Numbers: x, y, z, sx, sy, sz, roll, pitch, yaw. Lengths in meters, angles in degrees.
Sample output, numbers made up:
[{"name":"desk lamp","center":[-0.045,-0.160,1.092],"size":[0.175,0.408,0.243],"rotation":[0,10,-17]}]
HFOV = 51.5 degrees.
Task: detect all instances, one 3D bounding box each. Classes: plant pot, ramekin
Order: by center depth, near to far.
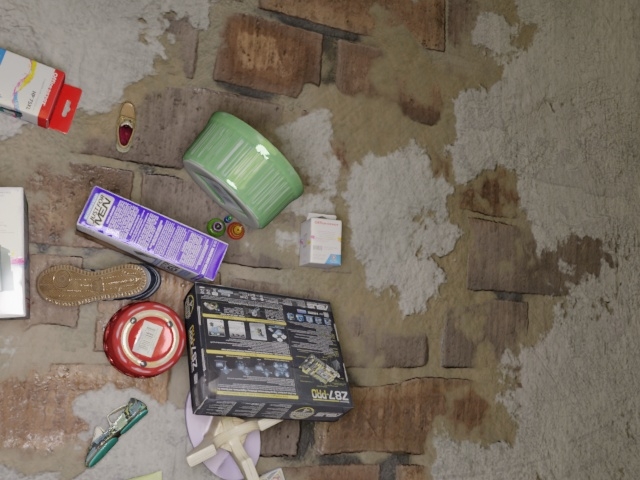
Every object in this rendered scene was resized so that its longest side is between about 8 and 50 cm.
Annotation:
[{"name":"plant pot","center":[-0.415,0.238,1.591],"size":[0.191,0.174,0.191],"rotation":[3,82,-24]},{"name":"ramekin","center":[-0.204,-0.166,1.677],"size":[0.303,0.303,0.148],"rotation":[43,77,-11]}]

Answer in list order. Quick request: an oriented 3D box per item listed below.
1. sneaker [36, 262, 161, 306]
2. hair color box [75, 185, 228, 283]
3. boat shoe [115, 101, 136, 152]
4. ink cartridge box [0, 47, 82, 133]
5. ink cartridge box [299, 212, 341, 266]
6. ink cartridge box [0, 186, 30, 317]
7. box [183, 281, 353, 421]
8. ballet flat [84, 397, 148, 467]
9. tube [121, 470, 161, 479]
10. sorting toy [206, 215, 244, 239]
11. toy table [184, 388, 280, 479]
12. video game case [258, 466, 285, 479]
[{"name":"sneaker","center":[-0.529,0.105,1.616],"size":[0.282,0.153,0.099],"rotation":[-4,87,8]},{"name":"hair color box","center":[-0.415,-0.003,1.620],"size":[0.339,0.185,0.110],"rotation":[26,74,-16]},{"name":"boat shoe","center":[-0.498,-0.295,1.708],"size":[0.050,0.045,0.135],"rotation":[5,80,-22]},{"name":"ink cartridge box","center":[-0.712,-0.365,1.614],"size":[0.231,0.078,0.134],"rotation":[18,75,-19]},{"name":"ink cartridge box","center":[0.000,0.000,1.840],"size":[0.092,0.090,0.143],"rotation":[6,78,-21]},{"name":"ink cartridge box","center":[-0.713,0.073,1.475],"size":[0.119,0.207,0.353],"rotation":[-1,83,-21]},{"name":"box","center":[-0.129,0.276,1.639],"size":[0.395,0.097,0.318],"rotation":[11,45,-30]},{"name":"ballet flat","center":[-0.501,0.454,1.589],"size":[0.188,0.070,0.070],"rotation":[-44,99,-24]},{"name":"tube","center":[-0.493,0.606,1.564],"size":[0.240,0.062,0.070],"rotation":[2,126,-27]},{"name":"sorting toy","center":[-0.249,-0.037,1.770],"size":[0.102,0.042,0.061],"rotation":[11,78,-20]},{"name":"toy table","center":[-0.227,0.471,1.637],"size":[0.252,0.161,0.274],"rotation":[-34,96,-23]},{"name":"video game case","center":[-0.162,0.728,1.695],"size":[0.206,0.026,0.227],"rotation":[-17,88,-24]}]
